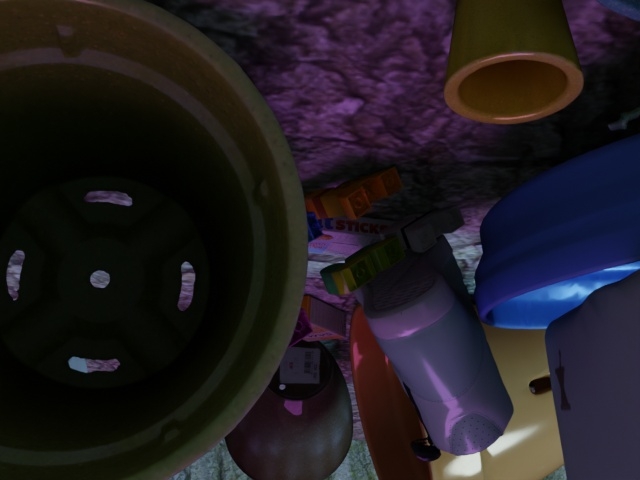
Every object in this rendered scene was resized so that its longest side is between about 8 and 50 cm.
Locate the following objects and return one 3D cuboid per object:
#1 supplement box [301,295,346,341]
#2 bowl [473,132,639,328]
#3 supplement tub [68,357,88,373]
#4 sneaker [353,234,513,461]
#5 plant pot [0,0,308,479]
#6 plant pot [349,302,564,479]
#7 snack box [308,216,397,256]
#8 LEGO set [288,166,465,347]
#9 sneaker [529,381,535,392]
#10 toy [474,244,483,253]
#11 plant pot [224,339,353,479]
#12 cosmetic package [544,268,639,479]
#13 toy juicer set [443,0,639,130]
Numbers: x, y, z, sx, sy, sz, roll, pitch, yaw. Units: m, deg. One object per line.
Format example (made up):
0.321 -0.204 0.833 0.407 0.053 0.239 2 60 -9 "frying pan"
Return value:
-0.016 0.103 1.002 0.062 0.036 0.098 -10 157 30 "supplement box"
0.302 -0.006 0.542 0.391 0.077 0.391 -5 166 -1 "bowl"
-0.552 0.267 1.212 0.325 0.235 0.235 3 160 -3 "supplement tub"
0.094 0.087 0.656 0.094 0.151 0.256 -24 -171 11 "sneaker"
-0.159 0.015 0.511 0.276 0.276 0.254 5 171 -7 "plant pot"
0.173 0.197 0.935 0.204 0.290 0.291 -11 162 -13 "plant pot"
-0.021 -0.009 0.722 0.178 0.022 0.064 6 160 -12 "snack box"
0.000 0.000 0.617 0.227 0.087 0.093 -30 -165 -34 "LEGO set"
0.367 0.245 1.282 0.182 0.158 0.410 37 155 -4 "sneaker"
0.271 0.055 0.819 0.137 0.056 0.237 -11 156 29 "toy"
-0.043 0.241 1.186 0.215 0.215 0.230 3 145 -4 "plant pot"
0.368 0.161 0.410 0.394 0.327 0.329 -6 166 4 "cosmetic package"
0.199 -0.124 0.293 0.209 0.089 0.329 7 159 -13 "toy juicer set"
